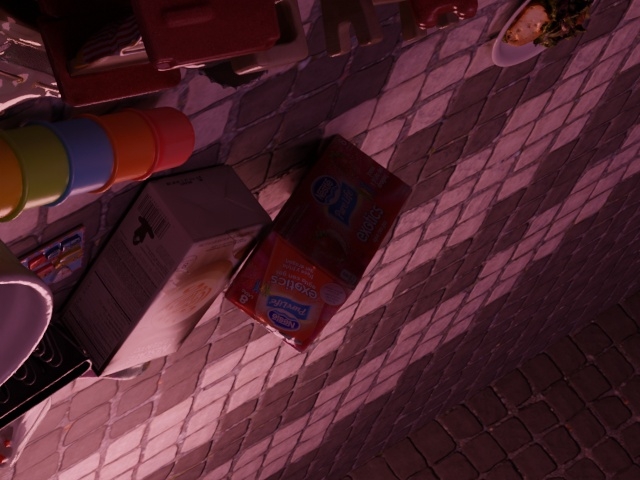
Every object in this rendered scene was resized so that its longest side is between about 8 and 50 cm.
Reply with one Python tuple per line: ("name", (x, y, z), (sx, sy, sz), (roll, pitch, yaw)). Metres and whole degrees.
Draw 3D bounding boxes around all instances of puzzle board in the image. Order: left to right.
("puzzle board", (-0.317, 0.037, 1.880), (0.128, 0.011, 0.096), (-30, 159, -23))

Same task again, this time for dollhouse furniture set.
("dollhouse furniture set", (-0.032, -0.225, 1.371), (0.374, 0.152, 0.201), (-15, -177, -31))

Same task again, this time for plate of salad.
("plate of salad", (0.309, -0.292, 2.213), (0.200, 0.048, 0.200), (-34, 160, -14))

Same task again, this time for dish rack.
("dish rack", (-0.388, 0.141, 1.873), (0.208, 0.074, 0.271), (-35, 161, -1))

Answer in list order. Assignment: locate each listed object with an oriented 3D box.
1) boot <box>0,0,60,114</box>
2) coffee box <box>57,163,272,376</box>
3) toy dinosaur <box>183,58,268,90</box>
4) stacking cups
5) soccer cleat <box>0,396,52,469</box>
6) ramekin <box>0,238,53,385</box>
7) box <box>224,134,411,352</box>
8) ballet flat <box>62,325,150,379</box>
("boot", (-0.280, -0.129, 1.462), (0.165, 0.077, 0.213), (-43, 156, 10))
("coffee box", (-0.184, 0.036, 1.982), (0.141, 0.098, 0.246), (-16, 151, -48))
("toy dinosaur", (-0.105, -0.210, 1.532), (0.160, 0.121, 0.313), (-59, 160, 17))
("stacking cups", (-0.240, -0.080, 1.625), (0.316, 0.096, 0.096), (-19, 153, -48))
("soccer cleat", (-0.375, 0.220, 2.116), (0.076, 0.068, 0.196), (-25, 155, -42))
("ramekin", (-0.407, 0.078, 1.616), (0.277, 0.135, 0.277), (-34, 162, -13))
("box", (0.000, 0.000, 2.061), (0.128, 0.122, 0.257), (-53, -177, 36))
("ballet flat", (-0.267, 0.131, 2.093), (0.079, 0.077, 0.221), (-44, 157, 25))
